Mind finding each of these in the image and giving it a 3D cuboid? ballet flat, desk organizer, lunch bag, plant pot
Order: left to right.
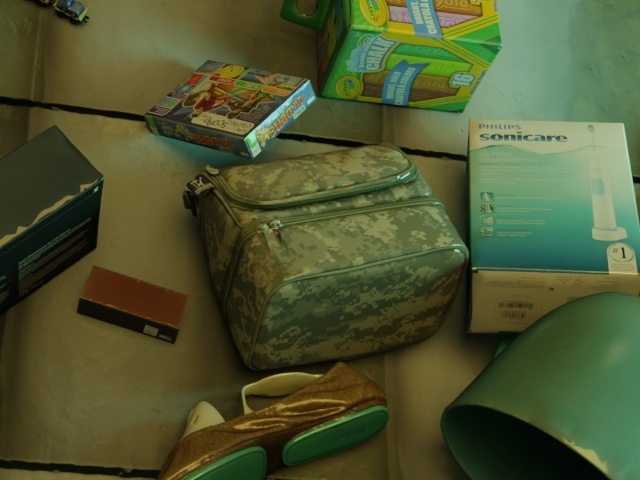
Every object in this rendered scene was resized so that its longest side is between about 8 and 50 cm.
[{"bbox_3d":[-0.236,0.080,1.586,0.130,0.047,0.050,19,59,-5],"label":"desk organizer"},{"bbox_3d":[-0.080,0.232,1.525,0.342,0.116,0.124,-22,51,-24],"label":"ballet flat"},{"bbox_3d":[0.000,0.000,1.606,0.305,0.213,0.256,-11,51,-20],"label":"lunch bag"},{"bbox_3d":[0.325,0.203,1.447,0.293,0.293,0.235,39,66,6],"label":"plant pot"}]

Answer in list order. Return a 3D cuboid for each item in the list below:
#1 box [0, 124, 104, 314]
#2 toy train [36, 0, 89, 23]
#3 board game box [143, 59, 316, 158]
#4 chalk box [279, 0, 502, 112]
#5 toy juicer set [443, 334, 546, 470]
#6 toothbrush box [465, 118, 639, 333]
[{"bbox_3d":[-0.394,0.004,1.504,0.261,0.184,0.103,-37,79,-28],"label":"box"},{"bbox_3d":[-0.395,-0.350,1.763,0.158,0.036,0.027,28,61,0],"label":"toy train"},{"bbox_3d":[-0.123,-0.179,1.683,0.201,0.035,0.136,18,52,41],"label":"board game box"},{"bbox_3d":[0.090,-0.314,1.793,0.288,0.180,0.179,4,63,-11],"label":"chalk box"},{"bbox_3d":[0.308,0.208,1.652,0.329,0.089,0.209,-39,97,-30],"label":"toy juicer set"},{"bbox_3d":[0.300,-0.022,1.658,0.216,0.126,0.296,1,46,4],"label":"toothbrush box"}]
